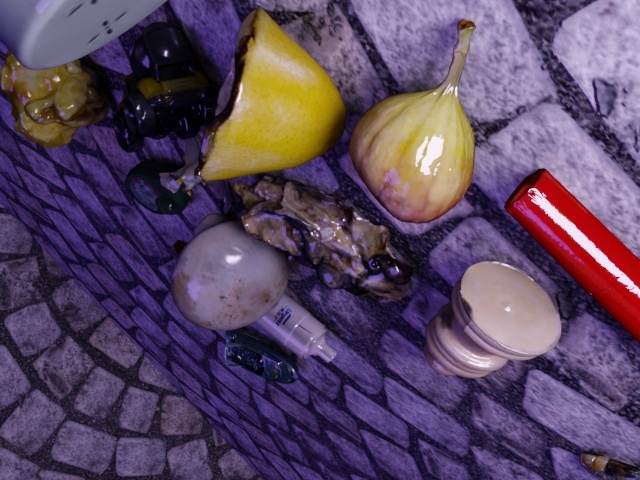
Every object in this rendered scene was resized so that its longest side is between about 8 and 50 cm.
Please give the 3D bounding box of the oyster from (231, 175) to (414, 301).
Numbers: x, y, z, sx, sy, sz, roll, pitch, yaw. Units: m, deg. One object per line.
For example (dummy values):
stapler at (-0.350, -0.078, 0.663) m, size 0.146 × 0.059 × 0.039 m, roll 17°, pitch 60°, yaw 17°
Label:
oyster at (-0.008, -0.008, 1.216) m, size 0.361 × 0.096 × 0.221 m, roll 38°, pitch 146°, yaw 8°

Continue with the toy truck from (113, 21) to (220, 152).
toy truck at (-0.268, -0.248, 1.200) m, size 0.224 × 0.147 × 0.165 m, roll -14°, pitch 94°, yaw 62°

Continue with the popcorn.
popcorn at (-0.528, -0.295, 1.464) m, size 0.203 × 0.225 × 0.200 m, roll 6°, pitch -169°, yaw -5°

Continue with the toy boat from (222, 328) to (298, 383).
toy boat at (-0.153, 0.300, 1.846) m, size 0.246 × 0.103 × 0.092 m, roll 20°, pitch 121°, yaw 31°

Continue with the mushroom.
mushroom at (-0.189, 0.047, 1.426) m, size 0.243 × 0.243 × 0.243 m, roll 33°, pitch 151°, yaw 21°

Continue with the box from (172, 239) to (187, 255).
box at (-0.320, 0.032, 1.776) m, size 0.082 × 0.023 × 0.051 m, roll 19°, pitch 143°, yaw 40°

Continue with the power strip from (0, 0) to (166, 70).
power strip at (-0.240, -0.346, 0.790) m, size 0.161 × 0.357 × 0.357 m, roll 51°, pitch 153°, yaw -10°

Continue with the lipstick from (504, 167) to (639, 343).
lipstick at (0.326, 0.034, 0.828) m, size 0.280 × 0.073 × 0.073 m, roll 45°, pitch 153°, yaw -1°

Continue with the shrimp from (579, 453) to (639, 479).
shrimp at (0.482, 0.373, 1.142) m, size 0.091 × 0.034 × 0.161 m, roll 41°, pitch 162°, yaw -21°

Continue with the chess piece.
chess piece at (0.230, 0.147, 1.091) m, size 0.139 × 0.124 × 0.307 m, roll 10°, pitch 155°, yaw -4°

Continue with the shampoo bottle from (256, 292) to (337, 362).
shampoo bottle at (-0.090, 0.159, 1.559) m, size 0.303 × 0.092 × 0.092 m, roll 38°, pitch 153°, yaw 15°

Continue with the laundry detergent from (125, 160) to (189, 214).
laundry detergent at (-0.332, -0.114, 1.546) m, size 0.137 × 0.063 × 0.211 m, roll 50°, pitch 151°, yaw -19°

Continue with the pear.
pear at (-0.054, -0.173, 0.967) m, size 0.178 × 0.266 × 0.267 m, roll 14°, pitch 155°, yaw -11°

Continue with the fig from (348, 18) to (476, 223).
fig at (0.107, -0.125, 0.822) m, size 0.230 × 0.143 × 0.160 m, roll 85°, pitch 164°, yaw -54°

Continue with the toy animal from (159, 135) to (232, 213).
toy animal at (-0.224, -0.118, 1.350) m, size 0.155 × 0.095 × 0.219 m, roll 13°, pitch 141°, yaw 53°
